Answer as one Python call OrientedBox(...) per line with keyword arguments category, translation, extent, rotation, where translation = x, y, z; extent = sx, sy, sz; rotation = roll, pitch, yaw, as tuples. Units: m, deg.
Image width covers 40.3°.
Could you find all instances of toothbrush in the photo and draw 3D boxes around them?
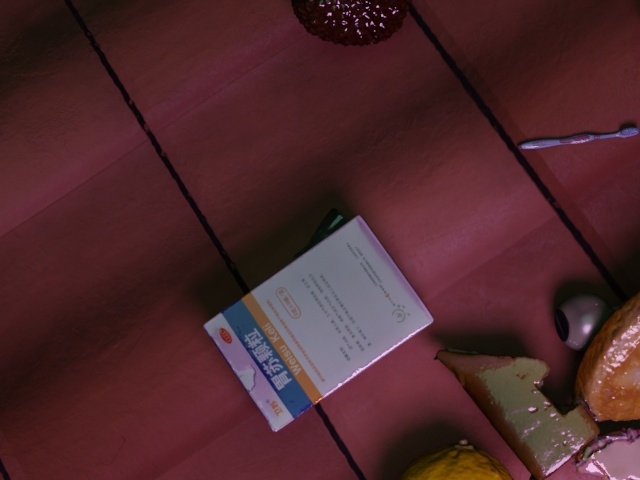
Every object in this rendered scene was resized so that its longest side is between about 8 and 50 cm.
OrientedBox(category="toothbrush", translation=(0.420, -0.165, 1.422), extent=(0.193, 0.019, 0.013), rotation=(-7, 79, 8))

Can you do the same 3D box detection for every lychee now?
OrientedBox(category="lychee", translation=(0.058, -0.405, 1.443), extent=(0.188, 0.188, 0.188), rotation=(-1, 79, 7))

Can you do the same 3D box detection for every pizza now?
OrientedBox(category="pizza", translation=(0.497, 0.132, 1.253), extent=(0.258, 0.087, 0.268), rotation=(-6, 119, -1))

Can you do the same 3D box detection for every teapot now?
OrientedBox(category="teapot", translation=(0.000, 0.000, 1.432), extent=(0.043, 0.043, 0.110), rotation=(42, 89, 13))

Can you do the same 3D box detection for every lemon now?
OrientedBox(category="lemon", translation=(0.191, 0.399, 1.251), extent=(0.192, 0.192, 0.231), rotation=(5, 85, 8))

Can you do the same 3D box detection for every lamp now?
OrientedBox(category="lamp", translation=(0.444, 0.120, 1.336), extent=(0.163, 0.091, 0.090), rotation=(-6, 78, -11))

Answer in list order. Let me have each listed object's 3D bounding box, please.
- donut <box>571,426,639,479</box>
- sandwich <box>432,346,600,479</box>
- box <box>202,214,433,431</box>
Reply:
OrientedBox(category="donut", translation=(0.480, 0.387, 1.270), extent=(0.199, 0.085, 0.232), rotation=(-9, 78, 6))
OrientedBox(category="sandwich", translation=(0.290, 0.230, 1.307), extent=(0.128, 0.122, 0.235), rotation=(-38, 76, 1))
OrientedBox(category="box", translation=(-0.001, 0.127, 1.359), extent=(0.299, 0.106, 0.200), rotation=(-35, 85, 0))
